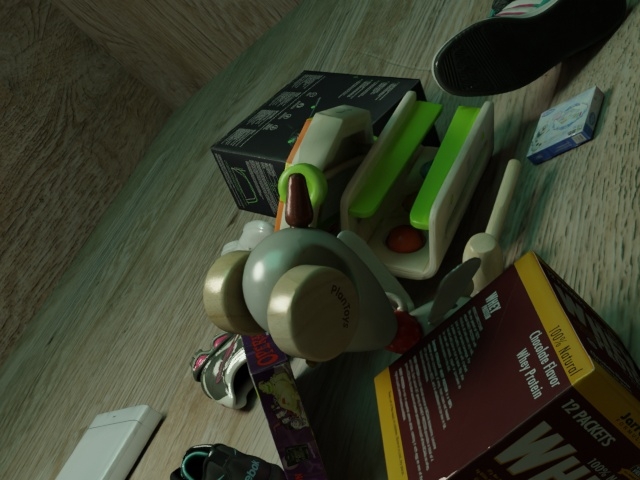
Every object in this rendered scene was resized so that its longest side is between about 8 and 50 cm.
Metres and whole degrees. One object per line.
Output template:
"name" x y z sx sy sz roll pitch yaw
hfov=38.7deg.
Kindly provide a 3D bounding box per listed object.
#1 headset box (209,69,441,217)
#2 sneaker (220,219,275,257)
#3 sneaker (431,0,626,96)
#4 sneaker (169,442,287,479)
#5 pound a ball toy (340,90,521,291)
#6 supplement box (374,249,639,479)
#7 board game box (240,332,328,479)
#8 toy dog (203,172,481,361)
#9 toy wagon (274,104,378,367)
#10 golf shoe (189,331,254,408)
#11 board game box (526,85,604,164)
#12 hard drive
"headset box" 0.016 -0.148 1.452 0.283 0.131 0.246 13 48 43
"sneaker" -0.136 0.034 1.709 0.212 0.080 0.094 -37 27 56
"sneaker" 0.269 -0.294 1.318 0.295 0.123 0.178 -24 14 -10
"sneaker" -0.137 0.297 1.145 0.267 0.106 0.101 -32 25 55
"pound a ball toy" 0.163 -0.050 1.176 0.208 0.135 0.319 11 43 20
"supplement box" 0.165 0.148 0.766 0.194 0.129 0.191 -42 20 17
"board game box" -0.054 0.165 1.094 0.056 0.208 0.347 -22 20 -3
"toy dog" 0.042 0.031 0.900 0.220 0.334 0.161 10 90 29
"toy wagon" 0.000 0.000 1.196 0.267 0.068 0.344 -33 -43 -65
"golf shoe" -0.077 0.135 1.381 0.273 0.105 0.120 -55 36 -2
"board game box" 0.314 -0.147 1.170 0.090 0.020 0.090 -26 30 48
"hard drive" -0.421 0.448 1.558 0.233 0.047 0.353 -22 33 52
